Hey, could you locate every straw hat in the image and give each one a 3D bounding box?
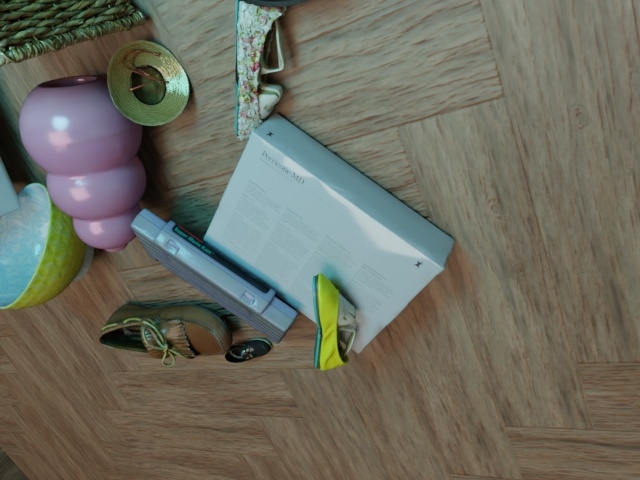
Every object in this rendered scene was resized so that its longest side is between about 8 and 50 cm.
[{"bbox_3d":[-0.306,-0.274,0.940,0.145,0.144,0.061,57,166,-17],"label":"straw hat"}]

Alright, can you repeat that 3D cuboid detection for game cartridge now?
[{"bbox_3d":[-0.209,0.080,1.075,0.355,0.068,0.230,34,157,2],"label":"game cartridge"}]

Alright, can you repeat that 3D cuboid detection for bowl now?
[{"bbox_3d":[-0.633,0.027,1.236,0.289,0.290,0.156,-14,157,34],"label":"bowl"}]

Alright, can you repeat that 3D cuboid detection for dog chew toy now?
[{"bbox_3d":[-0.424,-0.132,0.998,0.206,0.206,0.332,8,120,23],"label":"dog chew toy"}]

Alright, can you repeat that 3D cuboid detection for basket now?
[{"bbox_3d":[-0.479,-0.343,0.828,0.213,0.299,0.223,-30,105,39],"label":"basket"}]

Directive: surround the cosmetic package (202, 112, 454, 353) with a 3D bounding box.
[{"bbox_3d":[0.000,0.000,0.952,0.377,0.097,0.284,36,133,0],"label":"cosmetic package"}]

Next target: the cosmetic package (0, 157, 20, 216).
[{"bbox_3d":[-0.914,-0.207,1.091,0.329,0.327,0.394,19,130,33],"label":"cosmetic package"}]

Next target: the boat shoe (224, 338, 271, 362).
[{"bbox_3d":[-0.172,0.266,1.262,0.132,0.042,0.049,-16,111,33],"label":"boat shoe"}]

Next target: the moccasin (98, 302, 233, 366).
[{"bbox_3d":[-0.379,0.227,1.270,0.379,0.147,0.139,5,124,25],"label":"moccasin"}]

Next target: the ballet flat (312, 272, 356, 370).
[{"bbox_3d":[0.025,0.147,0.945,0.077,0.077,0.231,1,128,1],"label":"ballet flat"}]

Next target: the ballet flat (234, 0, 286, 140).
[{"bbox_3d":[-0.095,-0.262,0.832,0.077,0.091,0.241,10,129,4],"label":"ballet flat"}]

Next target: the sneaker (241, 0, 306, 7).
[{"bbox_3d":[-0.141,-0.409,0.683,0.340,0.139,0.125,20,94,3],"label":"sneaker"}]
